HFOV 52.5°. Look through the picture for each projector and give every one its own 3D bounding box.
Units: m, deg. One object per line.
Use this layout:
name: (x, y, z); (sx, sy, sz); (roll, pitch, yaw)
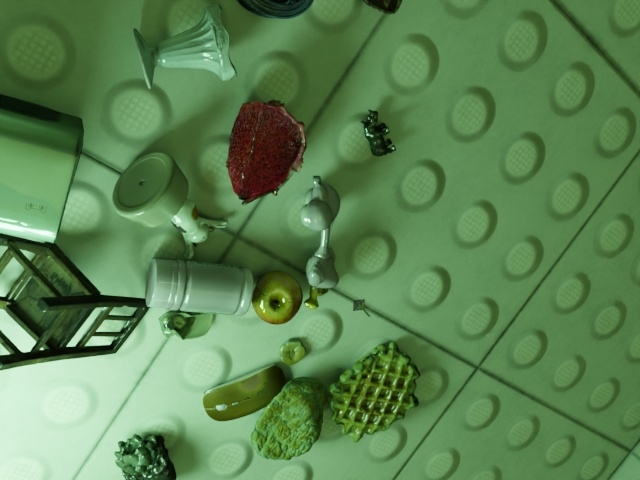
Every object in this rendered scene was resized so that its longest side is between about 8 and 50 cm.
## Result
projector: (-0.640, -0.157, 1.325); (0.249, 0.248, 0.248); (13, 106, -26)

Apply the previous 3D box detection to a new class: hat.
hat: (-0.349, 0.204, 1.692); (0.166, 0.081, 0.122); (-12, 141, -36)

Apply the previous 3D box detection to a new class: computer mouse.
computer mouse: (-0.216, 0.440, 1.865); (0.245, 0.056, 0.125); (-19, 117, -12)

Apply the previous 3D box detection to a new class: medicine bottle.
medicine bottle: (-0.306, 0.118, 1.645); (0.250, 0.133, 0.133); (7, 109, -26)

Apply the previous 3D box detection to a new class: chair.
chair: (-0.621, 0.137, 1.513); (0.241, 0.416, 0.203); (39, 95, 14)

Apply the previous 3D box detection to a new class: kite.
kite: (0.118, 0.205, 1.928); (0.044, 0.002, 0.078); (-25, 118, -11)

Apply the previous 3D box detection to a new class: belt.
belt: (-0.107, -0.574, 1.457); (0.190, 0.082, 0.141); (5, 104, -25)

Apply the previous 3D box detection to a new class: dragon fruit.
dragon fruit: (-0.129, -0.224, 1.584); (0.161, 0.126, 0.274); (1, 121, -33)

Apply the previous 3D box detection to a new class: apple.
apple: (-0.116, 0.152, 1.746); (0.147, 0.146, 0.146); (-8, 115, -19)

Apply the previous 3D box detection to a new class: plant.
plant: (-0.480, 0.616, 1.793); (0.132, 0.129, 0.194); (-26, 122, -12)

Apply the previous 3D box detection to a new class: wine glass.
wine glass: (-0.295, -0.414, 1.410); (0.197, 0.165, 0.164); (-14, 116, -12)

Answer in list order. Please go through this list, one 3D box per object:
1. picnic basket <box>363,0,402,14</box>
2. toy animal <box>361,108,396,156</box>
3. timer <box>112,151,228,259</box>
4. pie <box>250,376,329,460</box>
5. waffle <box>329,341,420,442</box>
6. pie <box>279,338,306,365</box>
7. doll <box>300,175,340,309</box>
picnic basket: (0.164, -0.648, 1.551); (0.110, 0.055, 0.193); (14, 106, -27)
toy animal: (0.148, -0.284, 1.705); (0.065, 0.047, 0.135); (-25, 125, -1)
timer: (-0.345, -0.068, 1.563); (0.175, 0.175, 0.266); (-43, 139, 0)
pie: (-0.089, 0.523, 1.902); (0.257, 0.105, 0.274); (4, 111, -42)
waffle: (0.168, 0.475, 2.025); (0.317, 0.073, 0.297); (-30, 119, -11)
pie: (-0.083, 0.324, 1.888); (0.084, 0.020, 0.084); (-8, 112, -19)
doll: (0.001, 0.000, 1.712); (0.094, 0.160, 0.365); (5, 117, 17)
